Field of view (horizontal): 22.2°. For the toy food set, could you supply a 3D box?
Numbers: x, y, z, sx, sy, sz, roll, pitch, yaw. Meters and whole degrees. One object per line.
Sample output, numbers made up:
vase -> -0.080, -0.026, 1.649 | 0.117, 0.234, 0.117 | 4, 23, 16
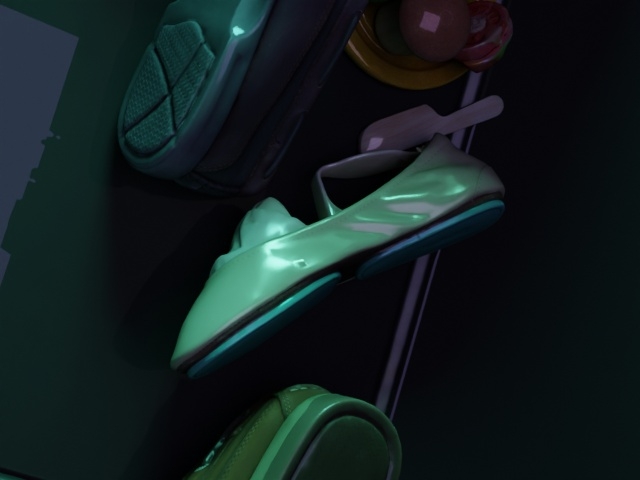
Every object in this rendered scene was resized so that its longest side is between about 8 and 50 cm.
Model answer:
toy food set -> 0.072, -0.168, 1.034 | 0.128, 0.071, 0.218 | -12, 95, -27

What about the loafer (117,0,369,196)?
loafer -> -0.007, -0.160, 0.951 | 0.095, 0.109, 0.303 | 24, 104, -40

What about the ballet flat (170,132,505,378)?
ballet flat -> 0.000, 0.000, 0.998 | 0.248, 0.086, 0.086 | -26, 100, -27

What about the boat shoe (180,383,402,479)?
boat shoe -> -0.071, 0.218, 0.938 | 0.307, 0.104, 0.111 | -51, 119, -21
